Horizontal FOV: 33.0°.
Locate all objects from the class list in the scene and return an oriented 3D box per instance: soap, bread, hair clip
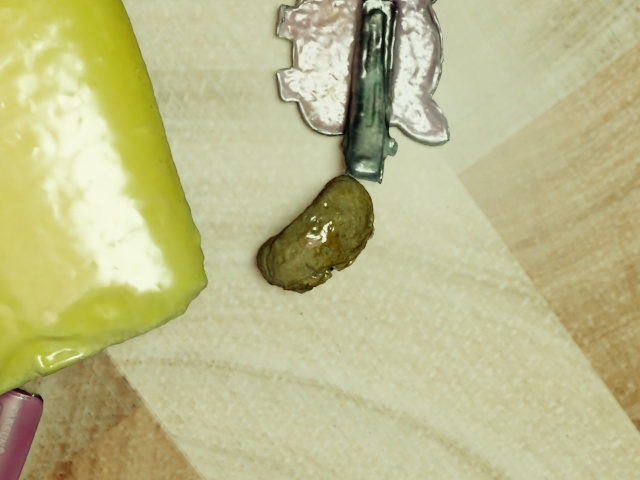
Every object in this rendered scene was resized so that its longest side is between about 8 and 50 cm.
[{"bbox_3d":[-0.284,-0.096,0.850,0.306,0.115,0.427,-20,96,4],"label":"soap"},{"bbox_3d":[0.000,0.000,0.890,0.113,0.082,0.060,-42,99,5],"label":"bread"},{"bbox_3d":[0.036,-0.139,0.897,0.146,0.056,0.187,0,87,-1],"label":"hair clip"}]

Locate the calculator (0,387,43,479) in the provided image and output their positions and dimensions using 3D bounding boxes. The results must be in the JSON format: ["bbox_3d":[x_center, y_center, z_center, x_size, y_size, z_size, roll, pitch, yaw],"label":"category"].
[{"bbox_3d":[-0.339,0.155,0.915,0.190,0.034,0.127,22,95,1],"label":"calculator"}]
